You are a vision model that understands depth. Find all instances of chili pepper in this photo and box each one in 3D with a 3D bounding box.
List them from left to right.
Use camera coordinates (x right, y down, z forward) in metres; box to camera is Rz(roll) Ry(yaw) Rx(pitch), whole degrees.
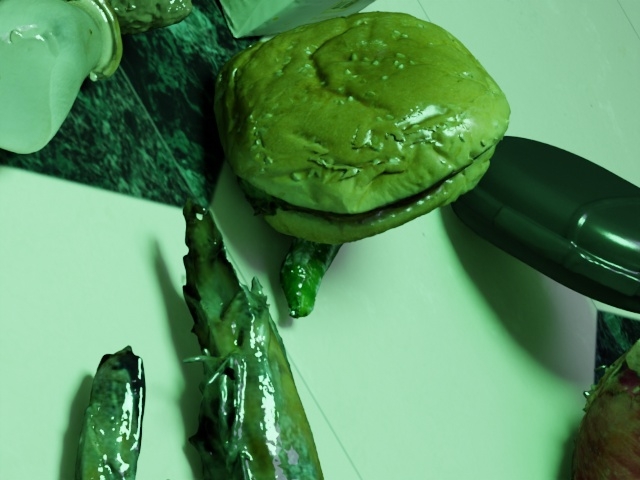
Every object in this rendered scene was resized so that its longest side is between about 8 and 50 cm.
[{"bbox_3d":[0.000,0.000,1.781,0.088,0.059,0.227,52,32,-27],"label":"chili pepper"}]

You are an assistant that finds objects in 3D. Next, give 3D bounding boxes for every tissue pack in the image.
[{"bbox_3d":[0.010,-0.307,1.930,0.225,0.185,0.124,-19,82,-60],"label":"tissue pack"}]

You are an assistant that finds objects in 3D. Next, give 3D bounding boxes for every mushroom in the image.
[{"bbox_3d":[-0.233,-0.155,1.533,0.225,0.093,0.116,-71,148,-64],"label":"mushroom"}]

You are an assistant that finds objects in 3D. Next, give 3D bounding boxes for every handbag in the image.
[{"bbox_3d":[0.286,-0.020,2.052,0.308,0.093,0.254,31,19,26],"label":"handbag"}]

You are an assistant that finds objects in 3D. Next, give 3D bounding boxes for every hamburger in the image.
[{"bbox_3d":[0.037,-0.120,1.745,0.285,0.265,0.134,-120,-172,-47],"label":"hamburger"}]

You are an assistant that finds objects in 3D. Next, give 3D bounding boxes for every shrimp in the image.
[{"bbox_3d":[-0.099,0.160,1.478,0.272,0.085,0.445,19,54,-43],"label":"shrimp"}]

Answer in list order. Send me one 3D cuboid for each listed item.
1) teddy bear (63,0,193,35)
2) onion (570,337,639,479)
[{"bbox_3d":[-0.175,-0.273,1.690,0.177,0.140,0.190,7,58,-4],"label":"teddy bear"},{"bbox_3d":[0.418,0.213,1.979,0.353,0.353,0.354,37,37,-35],"label":"onion"}]
